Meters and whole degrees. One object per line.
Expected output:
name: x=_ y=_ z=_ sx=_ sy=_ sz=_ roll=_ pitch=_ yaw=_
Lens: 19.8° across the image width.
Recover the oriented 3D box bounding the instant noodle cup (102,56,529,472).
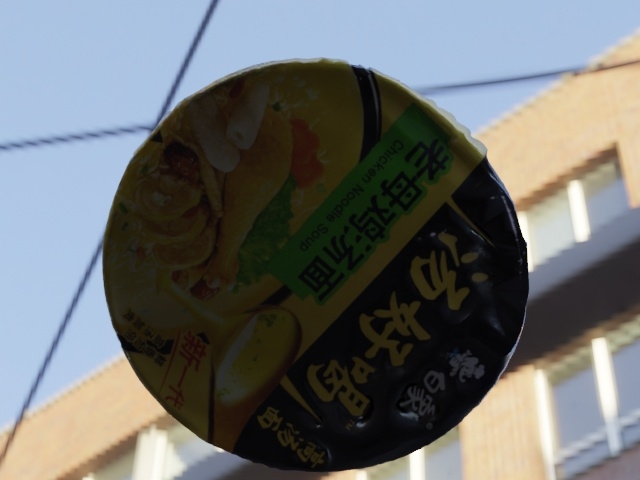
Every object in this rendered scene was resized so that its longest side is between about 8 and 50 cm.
instant noodle cup: x=0.000 y=0.000 z=0.697 sx=0.151 sy=0.122 sz=0.151 roll=0 pitch=-79 yaw=2
